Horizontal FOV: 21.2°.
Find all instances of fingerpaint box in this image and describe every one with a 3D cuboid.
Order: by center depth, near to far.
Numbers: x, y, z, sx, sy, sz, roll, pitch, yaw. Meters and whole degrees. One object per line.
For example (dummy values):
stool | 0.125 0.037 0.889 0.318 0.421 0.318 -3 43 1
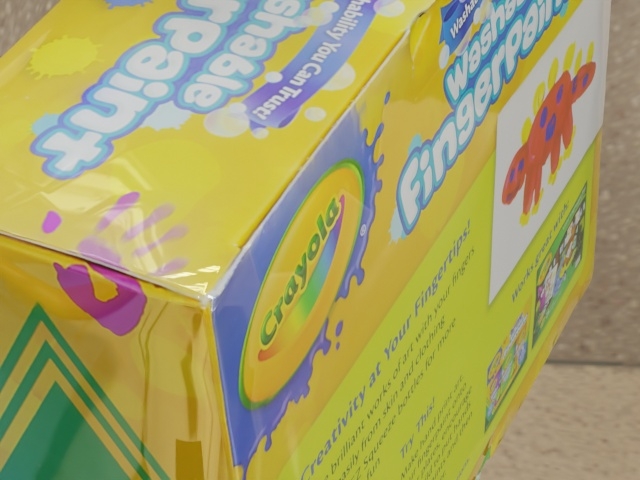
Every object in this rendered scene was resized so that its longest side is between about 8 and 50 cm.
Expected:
fingerpaint box | 0.000 0.000 0.871 0.163 0.371 0.445 16 46 21
